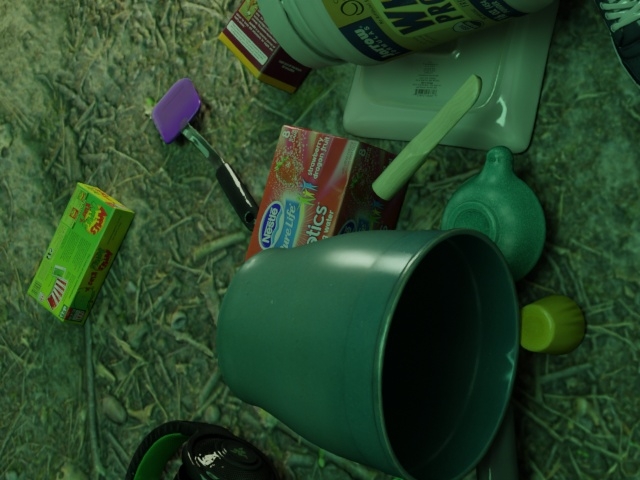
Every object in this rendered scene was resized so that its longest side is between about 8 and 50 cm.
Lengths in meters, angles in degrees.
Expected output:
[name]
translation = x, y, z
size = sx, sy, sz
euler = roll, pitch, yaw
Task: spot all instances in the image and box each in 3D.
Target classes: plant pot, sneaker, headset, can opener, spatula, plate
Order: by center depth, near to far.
[plant pot]
translation = 0.038, 0.111, 1.594
size = 0.255, 0.272, 0.271
euler = 7, 84, 37
[sneaker]
translation = 0.327, -0.290, 1.618
size = 0.099, 0.153, 0.282
euler = -24, 67, 31
[can opener]
translation = 0.225, 0.314, 1.631
size = 0.095, 0.076, 0.283
euler = -4, 75, 3
[plate]
translation = 0.154, -0.255, 1.810
size = 0.277, 0.045, 0.278
euler = 10, 86, 37
[headset]
translation = -0.108, 0.367, 1.840
size = 0.394, 0.185, 0.243
euler = 14, 93, 53
[spatula]
translation = -0.150, -0.115, 2.014
size = 0.084, 0.030, 0.296
euler = -48, 56, 16

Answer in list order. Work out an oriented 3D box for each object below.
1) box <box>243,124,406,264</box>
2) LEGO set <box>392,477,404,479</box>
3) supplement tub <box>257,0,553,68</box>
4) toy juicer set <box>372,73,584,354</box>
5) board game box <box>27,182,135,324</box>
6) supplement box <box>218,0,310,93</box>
[box]
translation = 0.000, 0.000, 1.818
size = 0.128, 0.123, 0.256
euler = 16, 90, 38
[LEGO set]
translation = 0.079, 0.309, 1.711
size = 0.227, 0.093, 0.087
euler = -24, 67, 30
[supplement tub]
translation = 0.100, -0.332, 1.694
size = 0.316, 0.228, 0.228
euler = -15, 71, 34
[toy juicer set]
translation = 0.167, -0.001, 1.718
size = 0.209, 0.089, 0.329
euler = -25, 77, 34
[board game box]
translation = -0.345, 0.019, 2.122
size = 0.092, 0.043, 0.181
euler = 32, 100, 36
[supplement box]
translation = -0.034, -0.303, 1.936
size = 0.188, 0.081, 0.104
euler = -53, 54, 16
